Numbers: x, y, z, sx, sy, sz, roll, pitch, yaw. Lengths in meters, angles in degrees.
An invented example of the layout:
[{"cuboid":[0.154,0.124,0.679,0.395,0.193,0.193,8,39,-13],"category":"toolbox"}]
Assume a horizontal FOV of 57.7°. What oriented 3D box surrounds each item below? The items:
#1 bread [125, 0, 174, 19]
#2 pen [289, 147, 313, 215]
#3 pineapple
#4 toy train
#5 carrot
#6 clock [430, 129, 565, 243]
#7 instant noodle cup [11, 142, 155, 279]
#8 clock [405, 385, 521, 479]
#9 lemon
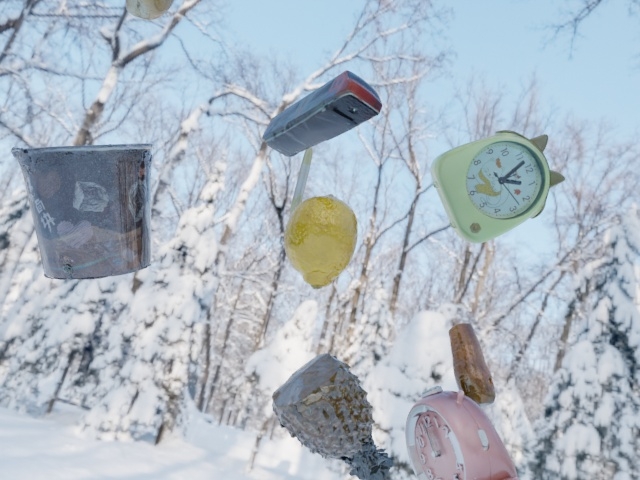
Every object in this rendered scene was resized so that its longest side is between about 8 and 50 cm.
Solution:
[{"cuboid":[-0.302,-0.460,1.042,0.082,0.106,0.125,18,-13,-10],"category":"bread"},{"cuboid":[-0.059,-0.175,1.793,0.032,0.234,0.040,7,22,-18],"category":"pen"},{"cuboid":[0.054,0.430,1.316,0.202,0.202,0.362,-11,-59,51],"category":"pineapple"},{"cuboid":[-0.002,-0.257,1.186,0.086,0.089,0.409,30,-17,-22],"category":"toy train"},{"cuboid":[0.344,0.288,1.341,0.087,0.194,0.087,-8,-30,-5],"category":"carrot"},{"cuboid":[0.521,-0.172,1.699,0.348,0.286,0.117,-23,4,4],"category":"clock"},{"cuboid":[-0.372,-0.053,0.947,0.217,0.208,0.217,-3,10,0],"category":"instant noodle cup"},{"cuboid":[0.274,0.409,1.159,0.142,0.241,0.227,-10,-23,-27],"category":"clock"},{"cuboid":[0.000,0.000,1.107,0.142,0.187,0.142,8,-6,1],"category":"lemon"}]
